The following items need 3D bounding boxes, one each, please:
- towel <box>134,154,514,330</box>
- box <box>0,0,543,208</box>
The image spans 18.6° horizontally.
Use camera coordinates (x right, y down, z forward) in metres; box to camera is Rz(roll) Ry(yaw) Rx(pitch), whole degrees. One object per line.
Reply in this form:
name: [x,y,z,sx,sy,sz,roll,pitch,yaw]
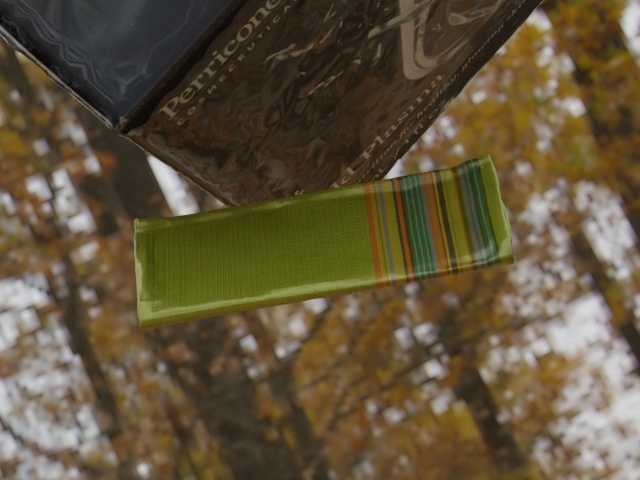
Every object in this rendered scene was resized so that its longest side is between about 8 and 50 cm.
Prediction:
towel: [0.000,0.000,1.229,0.237,0.102,0.021,-10,-53,1]
box: [-0.008,-0.285,1.445,0.480,0.297,0.472,-48,-19,2]
